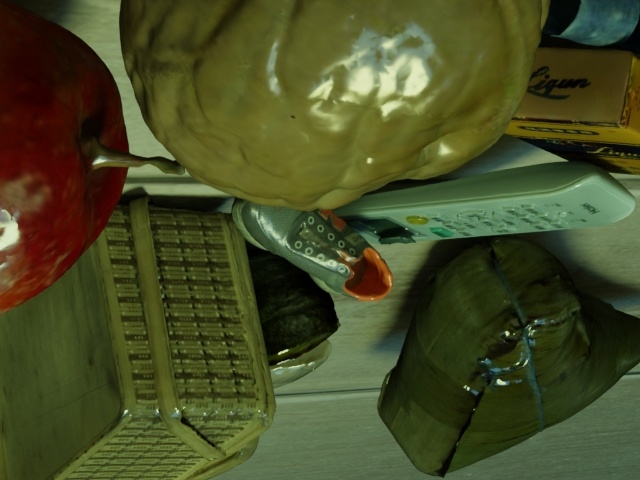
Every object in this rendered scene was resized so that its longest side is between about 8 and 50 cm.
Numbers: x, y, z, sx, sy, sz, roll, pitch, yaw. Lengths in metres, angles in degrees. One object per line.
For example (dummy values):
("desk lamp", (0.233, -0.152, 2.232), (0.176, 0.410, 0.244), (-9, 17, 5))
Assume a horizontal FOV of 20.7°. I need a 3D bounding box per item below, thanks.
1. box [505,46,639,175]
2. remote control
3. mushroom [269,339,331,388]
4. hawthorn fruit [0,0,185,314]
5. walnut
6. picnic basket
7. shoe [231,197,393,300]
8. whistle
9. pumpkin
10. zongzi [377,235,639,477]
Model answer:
("box", (0.252, -0.108, 1.525), (0.152, 0.070, 0.237), (8, 176, 37))
("remote control", (0.147, -0.035, 1.656), (0.293, 0.051, 0.103), (-8, 160, 34))
("mushroom", (-0.085, 0.131, 1.930), (0.108, 0.096, 0.247), (0, 158, -32))
("hawthorn fruit", (-0.217, -0.059, 1.192), (0.272, 0.241, 0.242), (-1, 164, 24))
("walnut", (0.013, -0.158, 1.087), (0.252, 0.277, 0.313), (21, 158, -2))
("picnic basket", (-0.182, 0.119, 1.663), (0.175, 0.228, 0.313), (3, 153, -32))
("shoe", (-0.001, -0.001, 1.629), (0.194, 0.077, 0.074), (38, 81, -45))
("whistle", (0.301, -0.180, 1.471), (0.304, 0.062, 0.062), (5, 151, -39))
("pumpkin", (-0.057, 0.062, 1.748), (0.119, 0.107, 0.183), (-21, -172, -15))
("zongzi", (0.276, 0.089, 1.978), (0.393, 0.174, 0.356), (-17, 153, -19))
